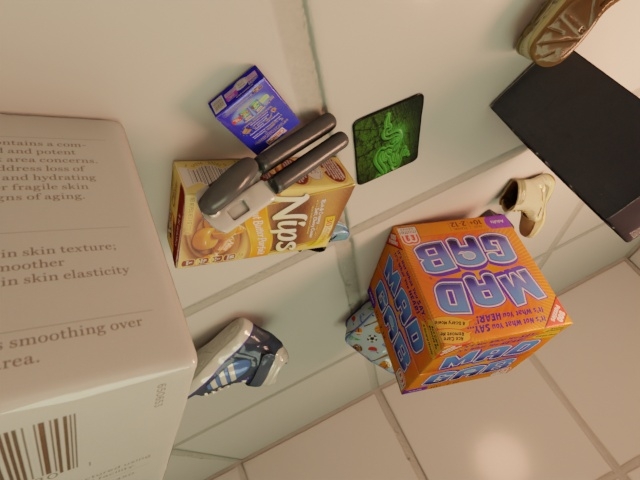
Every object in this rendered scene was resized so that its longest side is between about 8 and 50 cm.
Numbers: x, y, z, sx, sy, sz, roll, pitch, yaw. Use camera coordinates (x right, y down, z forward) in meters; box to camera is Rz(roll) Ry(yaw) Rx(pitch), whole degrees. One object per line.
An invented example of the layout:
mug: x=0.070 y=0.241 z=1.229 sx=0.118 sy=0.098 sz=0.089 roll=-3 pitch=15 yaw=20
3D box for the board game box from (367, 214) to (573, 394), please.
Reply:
board game box: x=0.385 y=0.186 z=1.202 sx=0.356 sy=0.357 sz=0.356 roll=-6 pitch=144 yaw=-13

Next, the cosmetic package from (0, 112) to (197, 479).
cosmetic package: x=-0.370 y=0.095 z=0.468 sx=0.329 sy=0.394 sz=0.327 roll=-6 pitch=138 yaw=-33

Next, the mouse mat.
mouse mat: x=0.138 y=-0.199 z=0.843 sx=0.152 sy=0.007 sz=0.190 roll=-25 pitch=150 yaw=-7

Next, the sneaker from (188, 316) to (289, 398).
sneaker: x=-0.241 y=0.385 z=1.176 sx=0.323 sy=0.130 sz=0.236 roll=-42 pitch=117 yaw=4

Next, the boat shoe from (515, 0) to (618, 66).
boat shoe: x=0.457 y=-0.434 z=0.698 sx=0.104 sy=0.089 sz=0.285 roll=33 pitch=114 yaw=-27

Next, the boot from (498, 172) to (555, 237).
boot: x=0.622 y=-0.097 z=1.277 sx=0.165 sy=0.077 sz=0.213 roll=-11 pitch=122 yaw=-25

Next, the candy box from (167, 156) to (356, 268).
candy box: x=-0.110 y=-0.056 z=0.770 sx=0.316 sy=0.087 sz=0.183 roll=-8 pitch=142 yaw=-30

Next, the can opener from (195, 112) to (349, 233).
can opener: x=-0.062 y=-0.114 z=0.637 sx=0.283 sy=0.076 sz=0.095 roll=-38 pitch=-171 yaw=-23

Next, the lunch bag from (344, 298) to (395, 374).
lunch bag: x=0.257 y=0.337 z=1.486 sx=0.303 sy=0.115 sz=0.243 roll=33 pitch=118 yaw=-14

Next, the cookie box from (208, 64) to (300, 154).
cookie box: x=-0.098 y=-0.192 z=0.627 sx=0.092 sy=0.040 sz=0.107 roll=-35 pitch=148 yaw=10

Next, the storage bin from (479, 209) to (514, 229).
storage bin: x=0.539 y=-0.030 z=1.336 sx=0.091 sy=0.098 sz=0.135 roll=23 pitch=122 yaw=-40

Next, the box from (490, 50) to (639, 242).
box: x=0.584 y=-0.196 z=0.883 sx=0.312 sy=0.343 sz=0.179 roll=13 pitch=130 yaw=-47

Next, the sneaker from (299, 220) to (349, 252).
sneaker: x=0.000 y=0.000 z=0.954 sx=0.162 sy=0.073 sz=0.063 roll=-8 pitch=143 yaw=-31
